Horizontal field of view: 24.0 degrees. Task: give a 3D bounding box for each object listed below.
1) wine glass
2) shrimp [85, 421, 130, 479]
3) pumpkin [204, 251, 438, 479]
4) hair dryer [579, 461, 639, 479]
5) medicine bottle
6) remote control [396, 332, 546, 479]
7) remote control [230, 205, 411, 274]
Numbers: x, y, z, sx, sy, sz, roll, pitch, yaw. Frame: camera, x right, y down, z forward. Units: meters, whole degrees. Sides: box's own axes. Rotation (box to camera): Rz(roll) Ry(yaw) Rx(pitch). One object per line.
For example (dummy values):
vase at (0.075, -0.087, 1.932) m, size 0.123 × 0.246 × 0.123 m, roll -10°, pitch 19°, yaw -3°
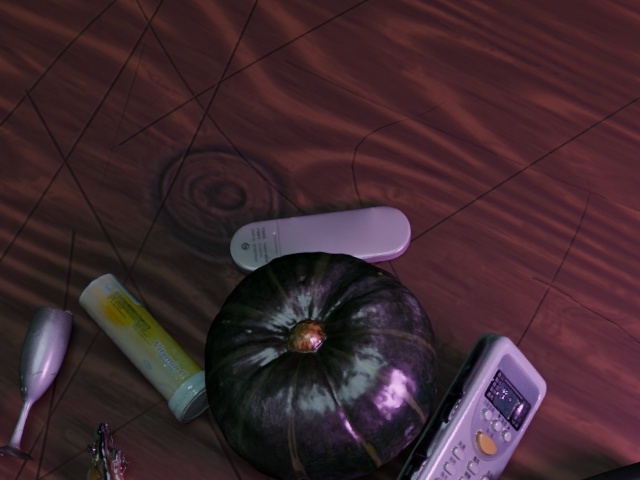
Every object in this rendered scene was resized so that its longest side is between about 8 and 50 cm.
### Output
wine glass at (-0.375, 0.183, 1.954) m, size 0.066 × 0.066 × 0.198 m, roll 10°, pitch 69°, yaw 8°
shrimp at (-0.222, 0.324, 1.891) m, size 0.152 × 0.046 × 0.219 m, roll -15°, pitch 71°, yaw -1°
pumpkin at (0.001, 0.157, 1.865) m, size 0.300 × 0.207 × 0.300 m, roll -8°, pitch 61°, yaw 14°
hair dryer at (0.341, 0.435, 1.785) m, size 0.244 × 0.116 × 0.302 m, roll -19°, pitch 75°, yaw -1°
medicine bottle at (-0.224, 0.137, 1.959) m, size 0.074 × 0.074 × 0.218 m, roll -41°, pitch 69°, yaw -12°
remote control at (0.173, 0.263, 1.842) m, size 0.056 × 0.140 × 0.296 m, roll 12°, pitch 63°, yaw 46°
remote control at (0.000, 0.000, 2.024) m, size 0.245 × 0.022 × 0.077 m, roll -8°, pitch 65°, yaw 2°
